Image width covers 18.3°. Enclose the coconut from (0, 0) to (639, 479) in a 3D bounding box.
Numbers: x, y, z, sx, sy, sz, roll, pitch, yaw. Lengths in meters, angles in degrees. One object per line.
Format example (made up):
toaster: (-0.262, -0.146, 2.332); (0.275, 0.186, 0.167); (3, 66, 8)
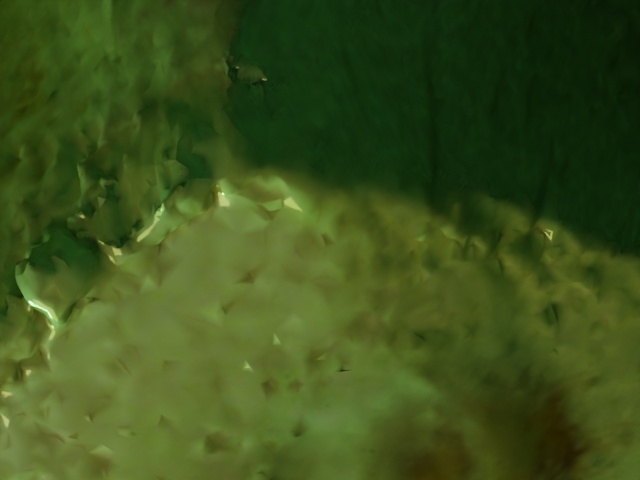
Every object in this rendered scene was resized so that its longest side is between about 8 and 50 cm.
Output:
coconut: (0.000, 0.000, 0.801); (0.405, 0.404, 0.404); (33, 168, 8)
